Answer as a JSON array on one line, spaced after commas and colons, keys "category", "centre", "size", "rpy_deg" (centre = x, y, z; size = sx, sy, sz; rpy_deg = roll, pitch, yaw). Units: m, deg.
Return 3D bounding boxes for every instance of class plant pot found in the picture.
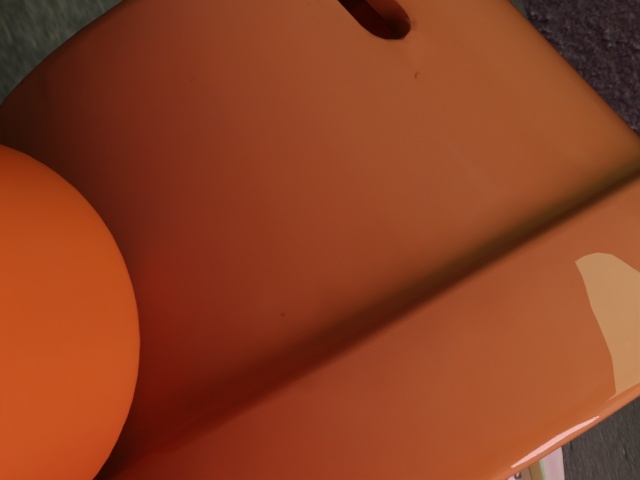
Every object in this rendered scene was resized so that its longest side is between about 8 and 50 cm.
[{"category": "plant pot", "centre": [0.000, 0.000, 0.558], "size": [0.203, 0.291, 0.291], "rpy_deg": [60, 17, 3]}]

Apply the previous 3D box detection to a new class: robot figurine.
[{"category": "robot figurine", "centre": [-0.130, 0.033, 0.361], "size": [0.128, 0.158, 0.219], "rpy_deg": [49, 14, 12]}]

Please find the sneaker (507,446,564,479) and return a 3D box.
[{"category": "sneaker", "centre": [-0.001, 0.069, 0.772], "size": [0.182, 0.158, 0.410], "rpy_deg": [-37, 110, -40]}]
